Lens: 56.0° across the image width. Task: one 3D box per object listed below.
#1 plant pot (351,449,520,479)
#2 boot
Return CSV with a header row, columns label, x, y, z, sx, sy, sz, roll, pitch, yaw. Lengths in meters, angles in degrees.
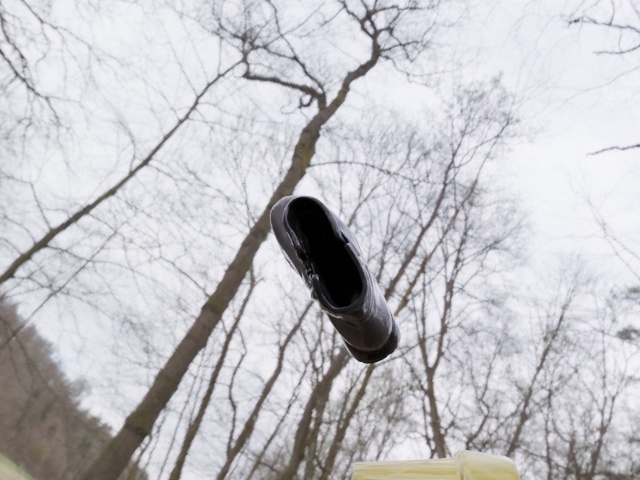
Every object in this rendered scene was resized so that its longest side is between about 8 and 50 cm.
label,x,y,z,sx,sy,sz,roll,pitch,yaw
plant pot,0.156,0.436,0.901,0.239,0.254,0.254,8,-37,6
boot,0.000,0.000,0.860,0.338,0.118,0.222,51,-6,37
